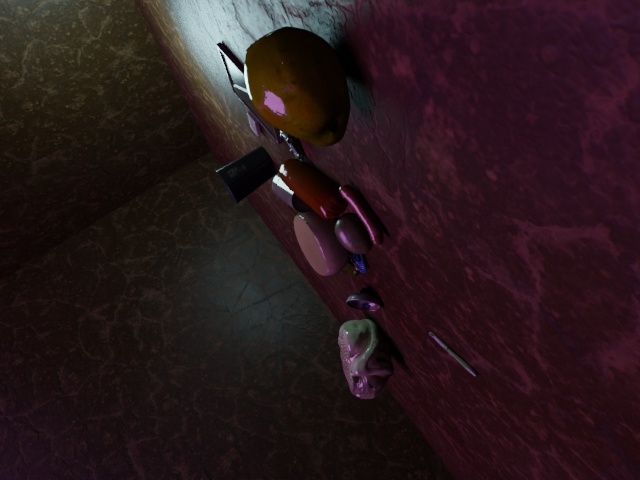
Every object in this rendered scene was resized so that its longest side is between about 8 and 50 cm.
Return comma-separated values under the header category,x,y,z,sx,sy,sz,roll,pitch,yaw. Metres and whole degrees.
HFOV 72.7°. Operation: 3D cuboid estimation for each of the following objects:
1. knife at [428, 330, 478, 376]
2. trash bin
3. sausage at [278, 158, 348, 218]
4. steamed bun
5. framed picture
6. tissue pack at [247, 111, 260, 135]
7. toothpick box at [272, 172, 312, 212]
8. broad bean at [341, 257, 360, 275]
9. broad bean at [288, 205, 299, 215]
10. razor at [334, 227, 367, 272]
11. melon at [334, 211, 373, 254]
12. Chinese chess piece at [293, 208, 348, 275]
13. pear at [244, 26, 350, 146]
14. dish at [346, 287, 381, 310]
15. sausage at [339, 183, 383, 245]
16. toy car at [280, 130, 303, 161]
category,x,y,z,sx,sy,sz,roll,pitch,yaw
knife,0.384,0.329,1.271,0.207,0.014,0.030,45,165,51
trash bin,-0.320,-0.292,1.921,0.115,0.225,0.165,52,169,18
sausage,-0.033,-0.171,1.354,0.348,0.097,0.094,43,172,48
steamed bun,0.227,0.552,2.080,0.339,0.247,0.352,89,170,-52
framed picture,-0.240,-0.497,1.489,0.315,0.024,0.232,50,169,21
tissue pack,-0.258,-0.455,1.693,0.056,0.023,0.108,53,170,11
toothpick box,-0.095,-0.180,1.576,0.180,0.111,0.111,40,162,53
broad bean,0.095,0.086,1.716,0.098,0.056,0.318,59,165,-10
broad bean,-0.057,-0.092,1.800,0.325,0.067,0.075,53,178,21
razor,0.120,0.031,1.462,0.081,0.042,0.253,3,144,23
melon,0.097,-0.019,1.240,0.131,0.098,0.098,54,170,-4
Chinese chess piece,0.000,0.000,1.611,0.273,0.102,0.273,53,159,31
pear,-0.034,-0.273,0.798,0.220,0.187,0.187,61,170,2
dish,0.176,0.222,1.720,0.141,0.078,0.141,9,157,4
sausage,0.113,-0.070,1.151,0.186,0.043,0.043,56,170,1
toy car,-0.084,-0.299,1.364,0.059,0.035,0.122,44,174,47
